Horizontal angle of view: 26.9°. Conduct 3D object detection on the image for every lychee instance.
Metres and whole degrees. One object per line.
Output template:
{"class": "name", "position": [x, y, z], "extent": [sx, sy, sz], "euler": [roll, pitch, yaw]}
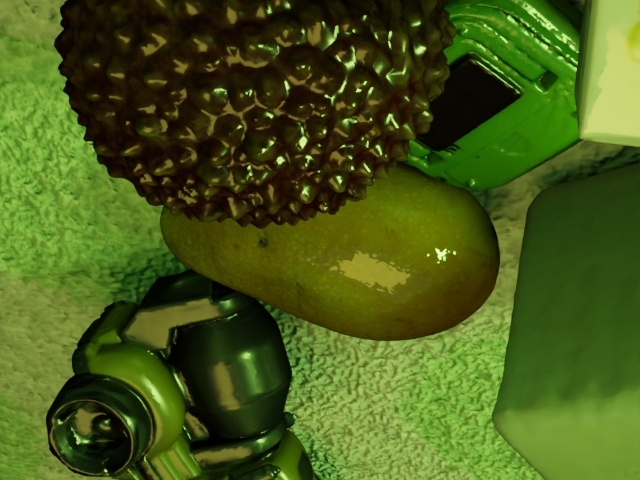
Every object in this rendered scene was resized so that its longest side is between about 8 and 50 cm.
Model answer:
{"class": "lychee", "position": [-0.028, -0.090, 0.633], "extent": [0.188, 0.188, 0.188], "euler": [9, 143, 7]}

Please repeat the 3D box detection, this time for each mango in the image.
{"class": "mango", "position": [0.000, 0.000, 0.837], "extent": [0.227, 0.099, 0.136], "euler": [9, 151, 21]}

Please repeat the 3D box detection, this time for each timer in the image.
{"class": "timer", "position": [0.084, -0.086, 0.730], "extent": [0.128, 0.047, 0.140], "euler": [33, 140, -23]}

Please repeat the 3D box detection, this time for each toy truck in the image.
{"class": "toy truck", "position": [-0.080, 0.135, 0.969], "extent": [0.165, 0.147, 0.224], "euler": [-24, 104, 15]}

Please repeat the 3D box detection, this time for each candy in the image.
{"class": "candy", "position": [0.277, 0.033, 0.696], "extent": [0.358, 0.208, 0.145], "euler": [-16, 128, 36]}

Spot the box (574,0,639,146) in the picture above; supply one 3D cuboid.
{"class": "box", "position": [0.193, -0.190, 0.399], "extent": [0.200, 0.065, 0.343], "euler": [7, 111, 10]}

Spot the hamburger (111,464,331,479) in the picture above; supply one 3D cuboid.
{"class": "hamburger", "position": [-0.098, 0.229, 1.152], "extent": [0.214, 0.125, 0.235], "euler": [-23, 121, 26]}
